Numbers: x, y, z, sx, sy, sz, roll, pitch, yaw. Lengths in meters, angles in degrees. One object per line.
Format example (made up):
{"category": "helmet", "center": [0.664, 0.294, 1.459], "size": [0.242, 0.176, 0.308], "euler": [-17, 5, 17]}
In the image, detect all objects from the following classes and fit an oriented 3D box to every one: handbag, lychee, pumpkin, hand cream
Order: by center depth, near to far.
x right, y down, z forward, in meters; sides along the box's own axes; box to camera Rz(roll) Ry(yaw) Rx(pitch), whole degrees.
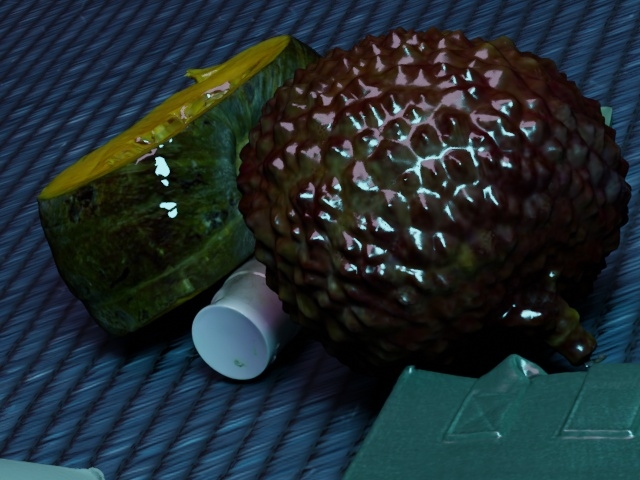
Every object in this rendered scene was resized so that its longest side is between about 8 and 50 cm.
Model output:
{"category": "handbag", "center": [0.164, 0.160, 1.156], "size": [0.326, 0.089, 0.238], "euler": [-4, 31, 30]}
{"category": "lychee", "center": [0.086, -0.019, 1.351], "size": [0.300, 0.264, 0.264], "euler": [42, 59, 19]}
{"category": "hand cream", "center": [0.000, 0.000, 1.578], "size": [0.111, 0.070, 0.312], "euler": [-14, 23, 34]}
{"category": "pumpkin", "center": [-0.109, -0.047, 1.625], "size": [0.221, 0.139, 0.317], "euler": [-18, 20, 45]}

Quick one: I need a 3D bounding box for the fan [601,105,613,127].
{"category": "fan", "center": [0.221, -0.061, 1.596], "size": [0.038, 0.016, 0.193], "euler": [-13, 27, 19]}

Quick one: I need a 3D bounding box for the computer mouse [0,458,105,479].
{"category": "computer mouse", "center": [-0.263, 0.204, 1.373], "size": [0.230, 0.079, 0.128], "euler": [-10, 31, 11]}
